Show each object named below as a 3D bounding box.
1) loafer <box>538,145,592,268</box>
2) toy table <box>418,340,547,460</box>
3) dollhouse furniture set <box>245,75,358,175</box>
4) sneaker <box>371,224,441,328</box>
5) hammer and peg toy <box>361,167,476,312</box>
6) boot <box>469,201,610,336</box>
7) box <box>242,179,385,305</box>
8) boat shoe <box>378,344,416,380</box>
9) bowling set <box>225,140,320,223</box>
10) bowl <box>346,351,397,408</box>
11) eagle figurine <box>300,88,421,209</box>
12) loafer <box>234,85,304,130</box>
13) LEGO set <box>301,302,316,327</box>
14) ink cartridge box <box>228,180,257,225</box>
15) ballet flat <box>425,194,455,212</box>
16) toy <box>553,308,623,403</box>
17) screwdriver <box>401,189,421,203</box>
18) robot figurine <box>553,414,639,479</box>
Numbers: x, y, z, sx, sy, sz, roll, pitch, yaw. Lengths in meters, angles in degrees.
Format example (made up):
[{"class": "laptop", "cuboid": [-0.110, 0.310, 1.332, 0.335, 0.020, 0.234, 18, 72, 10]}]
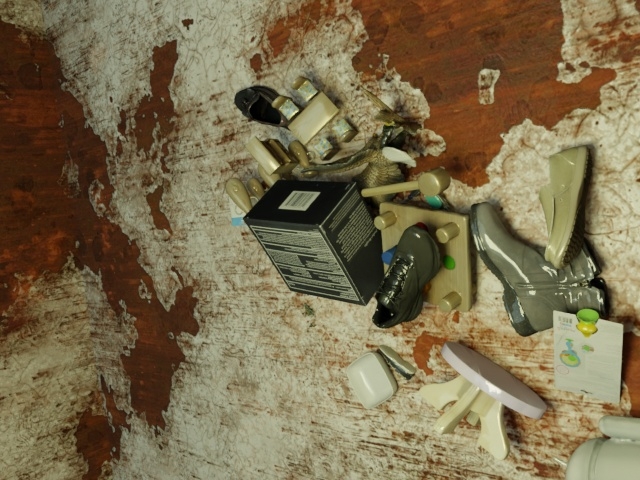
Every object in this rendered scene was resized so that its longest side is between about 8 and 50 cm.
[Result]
[{"class": "loafer", "cuboid": [0.505, -0.070, 1.364, 0.092, 0.102, 0.268, 7, 74, 35]}, {"class": "toy table", "cuboid": [0.371, 0.378, 1.537, 0.274, 0.252, 0.160, 40, 107, 46]}, {"class": "dollhouse furniture set", "cuboid": [-0.063, -0.299, 1.782, 0.242, 0.161, 0.212, -43, 83, 18]}, {"class": "sneaker", "cuboid": [0.194, 0.097, 1.522, 0.109, 0.130, 0.286, 32, 128, 34]}, {"class": "hammer and peg toy", "cuboid": [0.251, -0.014, 1.602, 0.266, 0.127, 0.361, 12, 118, 42]}, {"class": "boot", "cuboid": [0.492, 0.033, 1.451, 0.223, 0.118, 0.338, -28, 85, 36]}, {"class": "box", "cuboid": [0.000, 0.000, 1.762, 0.296, 0.182, 0.294, 8, 138, 42]}, {"class": "boat shoe", "cuboid": [0.208, 0.339, 1.806, 0.125, 0.046, 0.038, 36, 116, 24]}, {"class": "bowling set", "cuboid": [-0.128, -0.154, 1.977, 0.287, 0.200, 0.154, -32, 76, -2]}, {"class": "bowl", "cuboid": [0.153, 0.396, 1.861, 0.142, 0.053, 0.142, -43, 69, 39]}, {"class": "eagle figurine", "cuboid": [0.124, -0.209, 1.691, 0.226, 0.225, 0.298, 47, 117, 12]}, {"class": "loafer", "cuboid": [-0.175, -0.409, 1.992, 0.303, 0.095, 0.109, 28, 116, 37]}, {"class": "LEGO set", "cuboid": [-0.034, 0.232, 2.034, 0.054, 0.023, 0.083, 11, 118, 44]}, {"class": "ink cartridge box", "cuboid": [-0.232, -0.124, 2.102, 0.090, 0.092, 0.143, -2, 97, 43]}, {"class": "ballet flat", "cuboid": [0.308, -0.083, 1.631, 0.114, 0.041, 0.041, 52, 129, 9]}, {"class": "toy", "cuboid": [0.579, 0.240, 1.399, 0.137, 0.056, 0.237, 10, 133, 33]}, {"class": "screwdriver", "cuboid": [0.227, -0.105, 1.727, 0.024, 0.025, 0.170, 61, 140, 16]}, {"class": "robot figurine", "cuboid": [0.651, 0.499, 1.304, 0.354, 0.200, 0.299, -16, 82, 44]}]
